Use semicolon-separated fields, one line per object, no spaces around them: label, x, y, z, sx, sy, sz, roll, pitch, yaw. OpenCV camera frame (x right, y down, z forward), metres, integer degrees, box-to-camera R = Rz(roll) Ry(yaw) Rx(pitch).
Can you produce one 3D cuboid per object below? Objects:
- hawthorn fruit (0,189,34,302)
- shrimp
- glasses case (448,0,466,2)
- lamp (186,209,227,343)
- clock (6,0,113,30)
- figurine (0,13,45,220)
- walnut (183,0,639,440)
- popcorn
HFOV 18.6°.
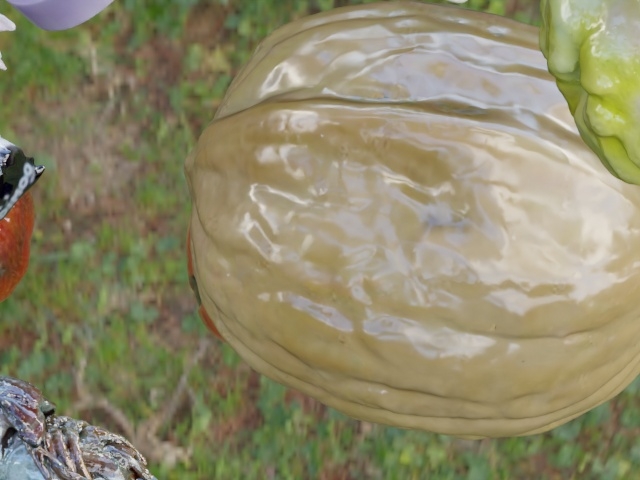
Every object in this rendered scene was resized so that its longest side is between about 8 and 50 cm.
hawthorn fruit;-0.317;0.001;1.592;0.173;0.179;0.173;22;36;-18
shrimp;-0.178;0.179;1.525;0.233;0.090;0.079;27;102;-9
glasses case;0.064;-0.274;1.638;0.051;0.081;0.204;-48;54;20
lamp;0.000;0.000;1.361;0.187;0.187;0.164;1;81;-3
clock;-0.153;-0.229;1.368;0.172;0.064;0.198;11;66;49
figurine;-0.197;-0.064;0.640;0.229;0.112;0.137;30;28;18
walnut;0.056;-0.012;0.988;0.261;0.225;0.225;11;58;6
popcorn;0.130;-0.073;0.603;0.126;0.145;0.126;-32;104;8
